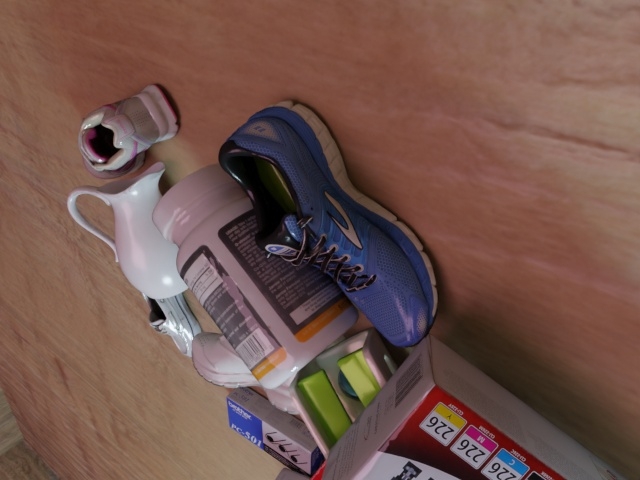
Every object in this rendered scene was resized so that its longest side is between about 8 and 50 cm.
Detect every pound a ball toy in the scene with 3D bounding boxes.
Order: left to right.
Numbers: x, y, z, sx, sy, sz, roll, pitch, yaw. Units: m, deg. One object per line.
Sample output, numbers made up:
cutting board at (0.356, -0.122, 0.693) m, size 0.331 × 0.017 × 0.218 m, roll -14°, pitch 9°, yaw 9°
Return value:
pound a ball toy at (0.132, 0.270, 0.688) m, size 0.208 × 0.136 × 0.319 m, roll -31°, pitch 90°, yaw 13°

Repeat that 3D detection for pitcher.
pitcher at (-0.305, -0.008, 0.845) m, size 0.177 × 0.125 × 0.207 m, roll -10°, pitch 115°, yaw 11°

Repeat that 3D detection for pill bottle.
pill bottle at (-0.091, 0.043, 0.686) m, size 0.278 × 0.162 × 0.162 m, roll 52°, pitch 138°, yaw 8°

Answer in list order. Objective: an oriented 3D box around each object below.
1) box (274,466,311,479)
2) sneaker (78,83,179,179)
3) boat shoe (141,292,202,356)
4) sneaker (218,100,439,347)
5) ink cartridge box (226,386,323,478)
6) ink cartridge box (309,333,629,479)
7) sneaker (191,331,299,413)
box at (0.059, 0.572, 0.948) m, size 0.232 × 0.058 × 0.322 m, roll 3°, pitch 128°, yaw 38°
sneaker at (-0.333, -0.157, 0.803) m, size 0.252 × 0.111 × 0.103 m, roll -23°, pitch 100°, yaw 47°
boat shoe at (-0.303, 0.145, 1.001) m, size 0.083 × 0.076 × 0.226 m, roll 2°, pitch 117°, yaw 41°
sneaker at (0.000, 0.000, 0.593) m, size 0.330 × 0.147 × 0.130 m, roll 50°, pitch 138°, yaw 0°
ink cartridge box at (-0.088, 0.367, 0.982) m, size 0.207 × 0.046 × 0.097 m, roll 23°, pitch 129°, yaw 28°
ink cartridge box at (0.159, 0.309, 0.547) m, size 0.309 × 0.130 × 0.272 m, roll 36°, pitch 105°, yaw 1°
sneaker at (-0.103, 0.183, 0.854) m, size 0.297 × 0.111 × 0.129 m, roll 5°, pitch 104°, yaw 34°
